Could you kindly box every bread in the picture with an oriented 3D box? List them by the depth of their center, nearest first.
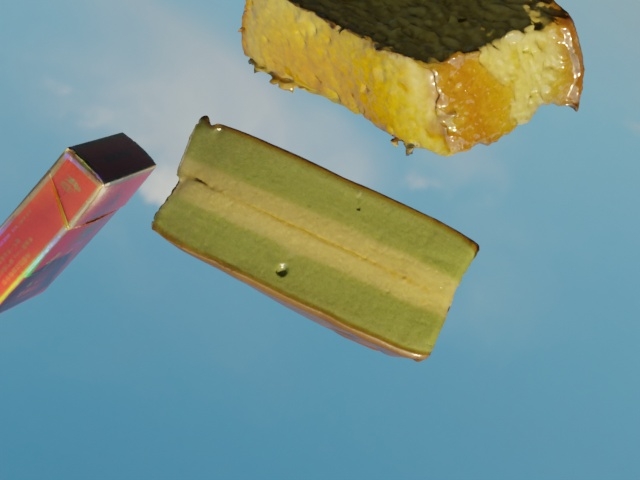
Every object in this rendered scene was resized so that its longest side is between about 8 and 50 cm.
[{"bbox_3d":[-0.004,-0.002,0.602,0.139,0.074,0.084,31,170,-27],"label":"bread"},{"bbox_3d":[0.043,-0.110,0.626,0.187,0.065,0.103,34,-127,29],"label":"bread"}]

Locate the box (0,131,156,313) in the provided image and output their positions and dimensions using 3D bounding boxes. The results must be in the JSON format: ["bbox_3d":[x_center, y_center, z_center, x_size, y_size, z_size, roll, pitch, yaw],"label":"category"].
[{"bbox_3d":[-0.230,-0.013,1.027,0.048,0.175,0.112,46,-160,3],"label":"box"}]
